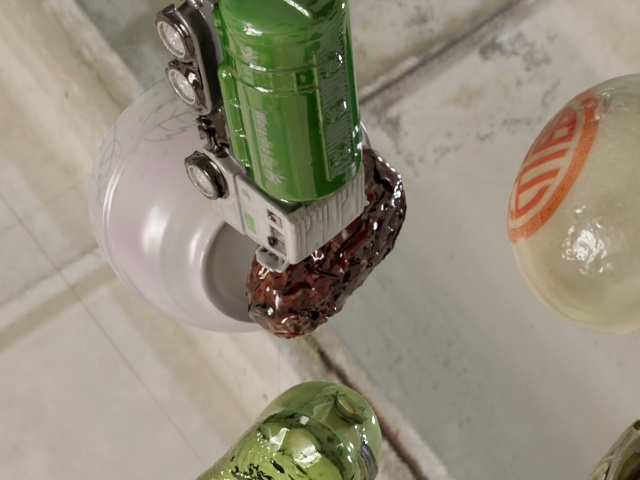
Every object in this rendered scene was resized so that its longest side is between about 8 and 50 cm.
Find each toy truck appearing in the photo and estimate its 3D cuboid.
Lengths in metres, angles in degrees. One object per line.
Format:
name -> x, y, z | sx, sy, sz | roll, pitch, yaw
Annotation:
toy truck -> -0.027, -0.092, 0.844 | 0.101, 0.242, 0.125 | -39, -122, -24

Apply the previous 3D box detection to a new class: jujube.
jujube -> -0.001, 0.000, 0.994 | 0.104, 0.104, 0.166 | 38, -101, 16

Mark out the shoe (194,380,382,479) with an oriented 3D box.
shoe -> -0.024, 0.224, 1.130 | 0.128, 0.262, 0.140 | -31, -108, -34

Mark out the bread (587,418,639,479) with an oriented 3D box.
bread -> 0.226, 0.295, 0.917 | 0.210, 0.300, 0.341 | 40, -80, -16

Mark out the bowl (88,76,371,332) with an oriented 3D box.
bowl -> -0.064, -0.023, 1.205 | 0.287, 0.287, 0.144 | -22, -140, -14

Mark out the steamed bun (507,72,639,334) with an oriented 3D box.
steamed bun -> 0.299, -0.050, 1.326 | 0.177, 0.283, 0.283 | 25, -117, -9
